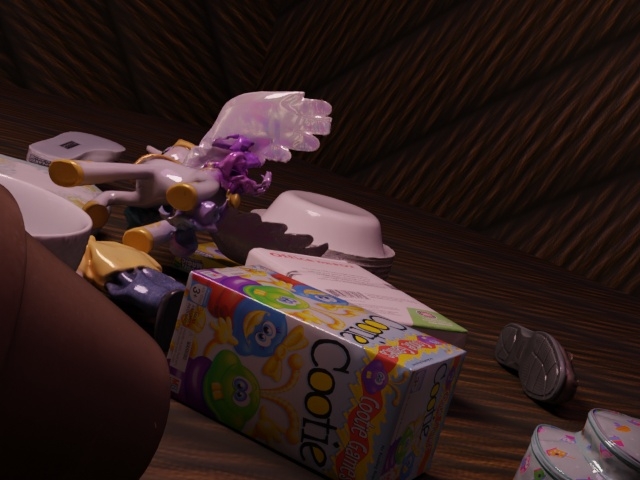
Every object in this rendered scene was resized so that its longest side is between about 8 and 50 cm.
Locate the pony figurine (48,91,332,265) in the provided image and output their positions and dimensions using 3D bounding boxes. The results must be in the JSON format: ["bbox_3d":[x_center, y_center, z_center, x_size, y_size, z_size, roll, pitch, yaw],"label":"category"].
[{"bbox_3d":[-0.177,-0.083,1.505,0.351,0.302,0.363,12,18,16],"label":"pony figurine"}]

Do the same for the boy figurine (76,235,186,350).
[{"bbox_3d":[-0.277,0.048,1.289,0.285,0.092,0.177,21,11,29],"label":"boy figurine"}]

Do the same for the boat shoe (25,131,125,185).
[{"bbox_3d":[-0.486,-0.143,1.963,0.113,0.104,0.306,22,17,5],"label":"boat shoe"}]

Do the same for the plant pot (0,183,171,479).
[{"bbox_3d":[-0.242,0.099,0.720,0.229,0.263,0.263,32,-2,-41],"label":"plant pot"}]

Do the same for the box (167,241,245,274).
[{"bbox_3d":[-0.169,0.040,1.652,0.105,0.043,0.179,21,13,18],"label":"box"}]

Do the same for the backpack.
[{"bbox_3d":[0.285,0.249,0.966,0.189,0.144,0.166,13,15,-4],"label":"backpack"}]

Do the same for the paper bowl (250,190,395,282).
[{"bbox_3d":[0.000,0.000,1.859,0.284,0.148,0.284,16,11,-3],"label":"paper bowl"}]

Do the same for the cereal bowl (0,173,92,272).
[{"bbox_3d":[-0.438,0.003,1.117,0.339,0.141,0.339,16,10,-3],"label":"cereal bowl"}]

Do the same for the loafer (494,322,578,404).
[{"bbox_3d":[0.355,0.192,1.551,0.084,0.096,0.267,21,7,-11],"label":"loafer"}]

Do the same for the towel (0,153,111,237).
[{"bbox_3d":[-0.526,-0.067,1.537,0.375,0.090,0.320,16,13,-7],"label":"towel"}]

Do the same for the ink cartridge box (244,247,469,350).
[{"bbox_3d":[0.033,0.114,1.361,0.198,0.114,0.273,10,12,-36],"label":"ink cartridge box"}]

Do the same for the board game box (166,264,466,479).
[{"bbox_3d":[-0.011,0.140,1.061,0.275,0.144,0.142,21,11,27],"label":"board game box"}]
